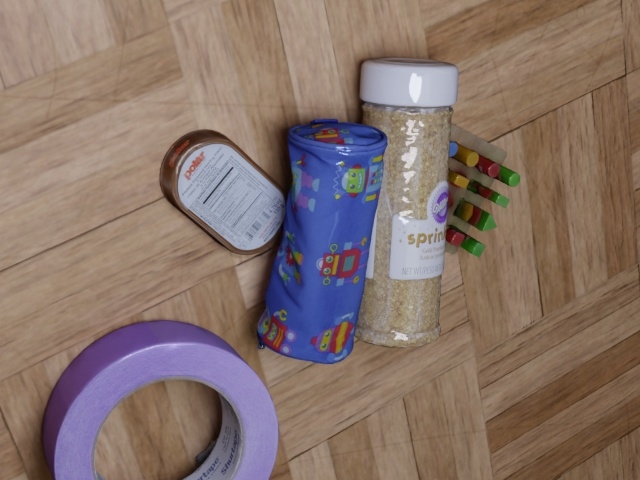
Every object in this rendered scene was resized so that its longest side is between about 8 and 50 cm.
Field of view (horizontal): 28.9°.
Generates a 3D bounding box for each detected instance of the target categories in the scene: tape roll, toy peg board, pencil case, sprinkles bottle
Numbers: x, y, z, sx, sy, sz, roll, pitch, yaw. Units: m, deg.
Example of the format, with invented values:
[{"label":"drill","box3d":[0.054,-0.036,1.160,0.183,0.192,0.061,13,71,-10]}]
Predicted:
[{"label":"tape roll","box3d":[-0.194,0.240,1.516,0.275,0.090,0.274,-5,106,-20]},{"label":"toy peg board","box3d":[0.180,-0.064,1.670,0.161,0.079,0.161,21,98,-39]},{"label":"pencil case","box3d":[0.000,0.000,1.511,0.119,0.133,0.306,-3,116,-27]},{"label":"sprinkles bottle","box3d":[0.103,-0.049,1.566,0.121,0.121,0.355,-6,106,-32]}]

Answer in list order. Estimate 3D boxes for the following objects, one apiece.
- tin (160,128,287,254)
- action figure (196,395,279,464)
[{"label":"tin","box3d":[-0.112,-0.056,1.506,0.106,0.040,0.190,-54,129,-7]},{"label":"action figure","box3d":[-0.121,0.304,1.651,0.137,0.063,0.232,24,96,-37]}]
